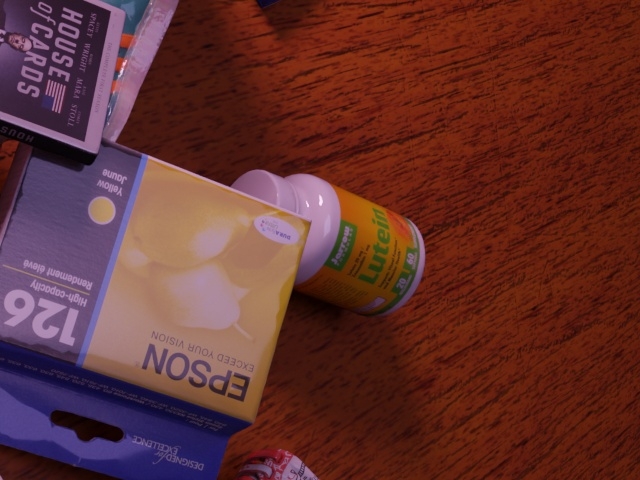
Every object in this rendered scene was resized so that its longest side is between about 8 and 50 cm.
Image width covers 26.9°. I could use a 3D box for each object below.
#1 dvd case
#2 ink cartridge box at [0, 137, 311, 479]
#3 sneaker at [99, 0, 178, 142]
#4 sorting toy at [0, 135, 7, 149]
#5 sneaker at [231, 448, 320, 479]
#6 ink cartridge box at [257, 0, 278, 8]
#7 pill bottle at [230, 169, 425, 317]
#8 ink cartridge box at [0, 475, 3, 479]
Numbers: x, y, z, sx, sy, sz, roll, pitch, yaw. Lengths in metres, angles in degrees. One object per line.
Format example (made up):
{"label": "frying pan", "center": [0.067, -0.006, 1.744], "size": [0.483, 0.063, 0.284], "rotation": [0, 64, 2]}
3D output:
{"label": "dvd case", "center": [-0.308, -0.186, 1.253], "size": [0.239, 0.029, 0.179], "rotation": [19, 56, -22]}
{"label": "ink cartridge box", "center": [-0.187, 0.072, 1.311], "size": [0.303, 0.072, 0.307], "rotation": [21, 73, -24]}
{"label": "sneaker", "center": [-0.254, -0.177, 1.417], "size": [0.121, 0.108, 0.302], "rotation": [27, 62, -17]}
{"label": "sorting toy", "center": [-0.334, -0.100, 1.296], "size": [0.083, 0.075, 0.045], "rotation": [-16, 98, -59]}
{"label": "sneaker", "center": [-0.097, 0.286, 1.445], "size": [0.270, 0.090, 0.145], "rotation": [29, 46, -33]}
{"label": "ink cartridge box", "center": [-0.041, -0.401, 1.764], "size": [0.097, 0.046, 0.207], "rotation": [56, 43, -21]}
{"label": "pill bottle", "center": [0.000, 0.000, 1.605], "size": [0.246, 0.136, 0.136], "rotation": [22, 62, -43]}
{"label": "ink cartridge box", "center": [-0.343, 0.243, 1.087], "size": [0.115, 0.198, 0.273], "rotation": [-38, 106, -47]}
